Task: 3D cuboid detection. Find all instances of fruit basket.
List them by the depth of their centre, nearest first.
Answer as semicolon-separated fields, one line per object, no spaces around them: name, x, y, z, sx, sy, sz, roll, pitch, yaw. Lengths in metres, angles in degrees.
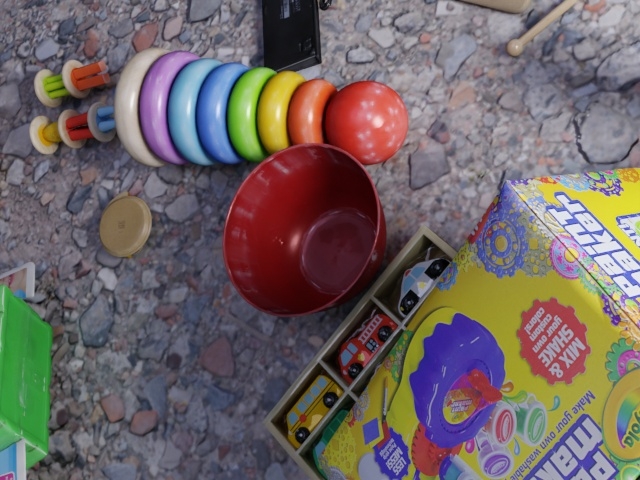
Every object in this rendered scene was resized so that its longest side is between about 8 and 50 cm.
fruit basket;-0.498;0.198;1.119;0.353;0.165;0.327;-15;50;6

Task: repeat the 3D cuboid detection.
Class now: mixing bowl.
mixing bowl;0.000;0.000;0.996;0.181;0.098;0.181;-9;70;27

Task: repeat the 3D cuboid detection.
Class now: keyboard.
keyboard;-0.022;-0.288;1.145;0.108;0.023;0.180;-15;68;31

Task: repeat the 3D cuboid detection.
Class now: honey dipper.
honey dipper;0.256;-0.243;0.974;0.161;0.030;0.030;-41;59;17

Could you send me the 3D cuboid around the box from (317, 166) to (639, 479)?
box;0.200;0.111;0.681;0.177;0.279;0.290;54;133;30

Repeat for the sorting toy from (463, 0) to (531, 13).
sorting toy;0.145;-0.390;1.078;0.307;0.041;0.229;24;92;33

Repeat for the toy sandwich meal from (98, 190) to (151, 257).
toy sandwich meal;-0.238;-0.017;1.177;0.086;0.029;0.085;-6;74;23

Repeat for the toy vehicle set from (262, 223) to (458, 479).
toy vehicle set;0.080;0.138;0.945;0.166;0.035;0.267;42;97;32

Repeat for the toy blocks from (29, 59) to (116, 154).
toy blocks;-0.305;-0.182;1.249;0.148;0.054;0.123;-8;71;27

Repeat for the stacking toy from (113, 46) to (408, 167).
stacking toy;-0.062;-0.139;1.060;0.330;0.141;0.141;8;78;27
